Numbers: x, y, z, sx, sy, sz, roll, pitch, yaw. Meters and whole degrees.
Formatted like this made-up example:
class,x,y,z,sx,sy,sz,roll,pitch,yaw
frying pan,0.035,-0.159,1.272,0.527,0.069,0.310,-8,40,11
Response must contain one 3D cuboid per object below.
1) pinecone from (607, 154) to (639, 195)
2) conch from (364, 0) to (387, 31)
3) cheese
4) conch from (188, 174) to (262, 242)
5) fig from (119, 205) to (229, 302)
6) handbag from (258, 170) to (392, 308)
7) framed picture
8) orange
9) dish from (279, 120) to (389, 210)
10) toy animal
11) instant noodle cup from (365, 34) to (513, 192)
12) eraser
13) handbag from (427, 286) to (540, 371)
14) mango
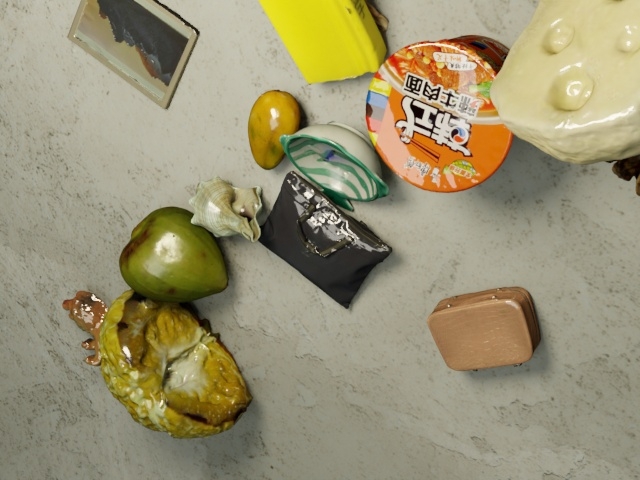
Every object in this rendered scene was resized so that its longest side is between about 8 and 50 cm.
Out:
class,x,y,z,sx,sy,sz,roll,pitch,yaw
pinecone,0.516,-0.200,1.451,0.243,0.243,0.257,-28,93,35
conch,-0.019,-0.469,1.705,0.330,0.093,0.109,29,107,-10
cheese,0.388,-0.255,1.357,0.326,0.318,0.115,-23,142,36
conch,-0.178,-0.059,1.959,0.234,0.137,0.114,31,145,25
fig,-0.296,0.043,2.025,0.225,0.203,0.203,34,126,-11
handbag,0.000,0.000,1.902,0.254,0.089,0.211,40,136,3
framed picture,-0.379,-0.414,1.956,0.265,0.018,0.192,36,123,9
orange,-0.342,0.283,2.093,0.210,0.271,0.369,-35,98,26
dish,0.038,-0.151,1.799,0.224,0.078,0.246,26,160,11
toy animal,-0.471,0.223,2.257,0.312,0.097,0.157,21,114,17
instant noodle cup,0.224,-0.228,1.613,0.250,0.192,0.250,11,118,23
eraser,0.005,-0.375,1.679,0.158,0.069,0.226,-4,140,30
handbag,0.311,0.171,1.826,0.193,0.072,0.151,-16,104,31
mango,-0.093,-0.213,1.848,0.163,0.089,0.111,-53,46,49
